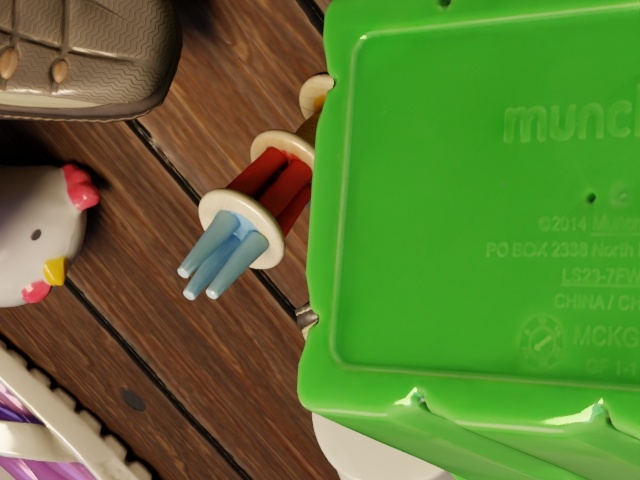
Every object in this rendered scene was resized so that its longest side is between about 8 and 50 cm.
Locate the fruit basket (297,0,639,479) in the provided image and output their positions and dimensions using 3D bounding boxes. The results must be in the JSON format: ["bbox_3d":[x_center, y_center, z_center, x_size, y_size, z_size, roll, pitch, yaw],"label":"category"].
[{"bbox_3d":[0.218,0.021,0.701,0.392,0.283,0.392,4,176,0],"label":"fruit basket"}]

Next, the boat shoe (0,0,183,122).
[{"bbox_3d":[-0.222,-0.137,0.997,0.355,0.132,0.130,19,166,26],"label":"boat shoe"}]

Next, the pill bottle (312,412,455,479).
[{"bbox_3d":[0.075,0.107,0.916,0.117,0.118,0.208,17,172,28],"label":"pill bottle"}]

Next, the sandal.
[{"bbox_3d":[-0.267,0.165,1.385,0.416,0.102,0.169,36,146,4],"label":"sandal"}]

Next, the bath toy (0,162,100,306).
[{"bbox_3d":[-0.262,-0.016,1.030,0.129,0.348,0.151,-20,74,29],"label":"bath toy"}]

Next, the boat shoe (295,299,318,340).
[{"bbox_3d":[0.043,-0.006,0.868,0.049,0.152,0.056,54,162,-2],"label":"boat shoe"}]

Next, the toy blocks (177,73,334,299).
[{"bbox_3d":[0.000,0.000,0.905,0.123,0.148,0.054,43,146,-7],"label":"toy blocks"}]
